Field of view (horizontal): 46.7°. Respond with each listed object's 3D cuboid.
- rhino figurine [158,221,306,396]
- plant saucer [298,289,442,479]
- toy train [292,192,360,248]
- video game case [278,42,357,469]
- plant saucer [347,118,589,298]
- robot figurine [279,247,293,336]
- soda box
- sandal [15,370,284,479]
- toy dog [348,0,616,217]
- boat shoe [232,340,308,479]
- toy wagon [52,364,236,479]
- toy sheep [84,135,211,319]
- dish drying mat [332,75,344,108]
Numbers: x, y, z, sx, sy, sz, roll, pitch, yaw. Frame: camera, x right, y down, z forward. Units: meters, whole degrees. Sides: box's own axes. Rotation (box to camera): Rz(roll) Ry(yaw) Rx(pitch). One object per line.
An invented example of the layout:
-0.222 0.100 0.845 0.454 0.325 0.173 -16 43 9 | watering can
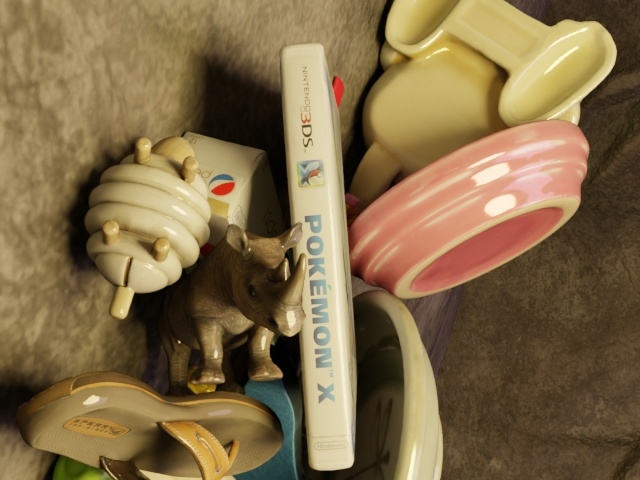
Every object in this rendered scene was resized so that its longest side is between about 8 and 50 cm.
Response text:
-0.064 0.050 0.536 0.243 0.073 0.106 141 -53 -58 | rhino figurine
0.047 0.262 0.868 0.400 0.100 0.401 -160 -90 -74 | plant saucer
0.000 0.000 0.920 0.125 0.046 0.166 -53 162 -13 | toy train
0.007 0.008 0.675 0.329 0.036 0.300 -20 105 -86 | video game case
0.188 -0.020 0.920 0.084 0.332 0.332 65 8 18 | plant saucer
-0.044 0.056 0.789 0.115 0.067 0.101 -60 -175 -37 | robot figurine
-0.074 0.007 0.646 0.216 0.073 0.069 79 32 -55 | soda box
-0.101 0.140 0.497 0.090 0.060 0.219 -36 146 12 | sandal
0.225 -0.146 1.093 0.396 0.284 0.408 -59 161 -3 | toy dog
-0.051 0.223 0.836 0.089 0.108 0.258 -77 -177 -53 | boat shoe
-0.108 0.254 0.591 0.267 0.068 0.344 52 16 -35 | toy wagon
-0.115 -0.012 0.491 0.091 0.091 0.132 71 35 -61 | toy sheep
0.011 -0.149 0.873 0.032 0.008 0.083 32 75 -71 | dish drying mat
